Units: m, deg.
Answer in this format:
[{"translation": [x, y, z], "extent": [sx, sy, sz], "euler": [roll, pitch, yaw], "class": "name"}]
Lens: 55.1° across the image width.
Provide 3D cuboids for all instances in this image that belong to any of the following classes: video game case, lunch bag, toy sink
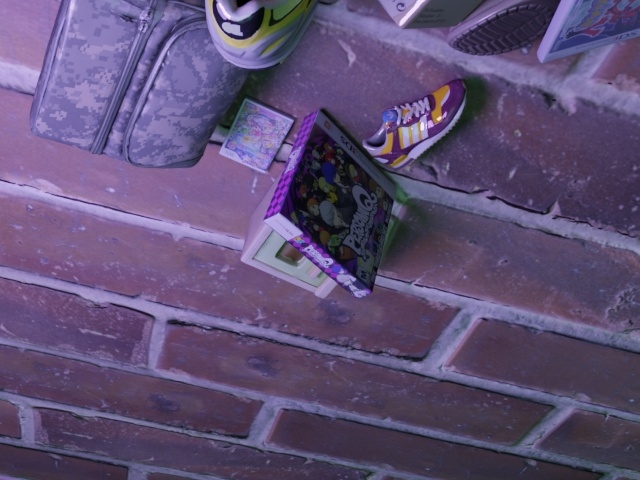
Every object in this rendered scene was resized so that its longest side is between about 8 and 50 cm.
[{"translation": [0.386, -0.302, 0.766], "extent": [0.184, 0.023, 0.201], "euler": [-15, 166, 2], "class": "video game case"}, {"translation": [-0.228, -0.254, 0.842], "extent": [0.256, 0.212, 0.305], "euler": [16, 133, -28], "class": "lunch bag"}, {"translation": [0.000, 0.000, 1.096], "extent": [0.234, 0.131, 0.152], "euler": [25, 130, -18], "class": "toy sink"}, {"translation": [0.026, -0.060, 0.972], "extent": [0.042, 0.232, 0.210], "euler": [-22, 128, 41], "class": "video game case"}, {"translation": [-0.108, -0.175, 1.026], "extent": [0.087, 0.011, 0.122], "euler": [22, 131, -15], "class": "video game case"}]

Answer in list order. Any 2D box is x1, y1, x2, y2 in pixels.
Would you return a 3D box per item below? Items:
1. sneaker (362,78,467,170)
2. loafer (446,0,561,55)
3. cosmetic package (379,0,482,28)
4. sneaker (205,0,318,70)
[{"translation": [0.145, -0.187, 0.955], "extent": [0.084, 0.069, 0.185], "euler": [25, 129, -24], "class": "sneaker"}, {"translation": [0.280, -0.334, 0.798], "extent": [0.102, 0.091, 0.269], "euler": [13, 154, -41], "class": "loafer"}, {"translation": [0.198, -0.382, 0.673], "extent": [0.309, 0.160, 0.113], "euler": [-38, 82, 42], "class": "cosmetic package"}, {"translation": [-0.007, -0.366, 0.643], "extent": [0.145, 0.147, 0.384], "euler": [20, 97, -6], "class": "sneaker"}]
